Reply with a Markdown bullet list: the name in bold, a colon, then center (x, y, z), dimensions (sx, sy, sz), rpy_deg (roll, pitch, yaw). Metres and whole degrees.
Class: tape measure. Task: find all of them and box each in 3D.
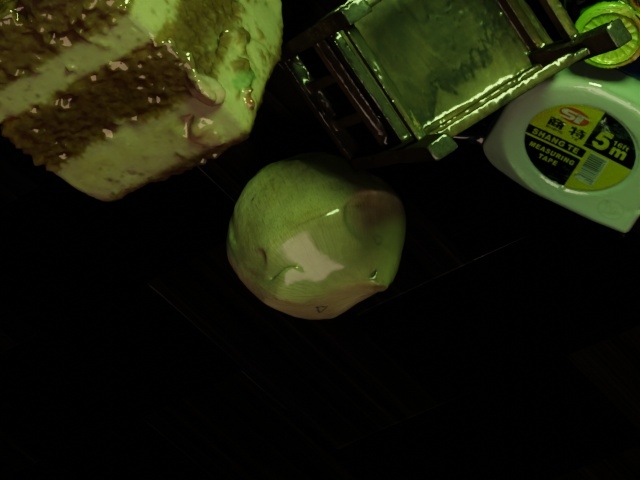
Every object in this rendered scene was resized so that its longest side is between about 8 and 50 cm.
- **tape measure**: center (0.241, -0.151, 2.183), dimensions (0.351, 0.098, 0.215), rpy_deg (23, 137, -3)

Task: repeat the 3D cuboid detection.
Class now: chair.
- **chair**: center (0.125, -0.213, 2.049), dimensions (0.241, 0.416, 0.203), rpy_deg (-36, 97, -8)

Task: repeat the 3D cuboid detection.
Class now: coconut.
- **coconut**: center (0.000, 0.000, 2.281), dimensions (0.224, 0.224, 0.224), rpy_deg (6, 135, 6)

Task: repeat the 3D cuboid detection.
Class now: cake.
- **cake**: center (-0.227, -0.222, 2.097), dimensions (0.282, 0.255, 0.290), rpy_deg (-24, 121, 32)

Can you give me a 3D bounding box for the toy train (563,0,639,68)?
- **toy train**: center (0.306, -0.314, 2.005), dimensions (0.161, 0.100, 0.296), rpy_deg (-17, 127, 17)
